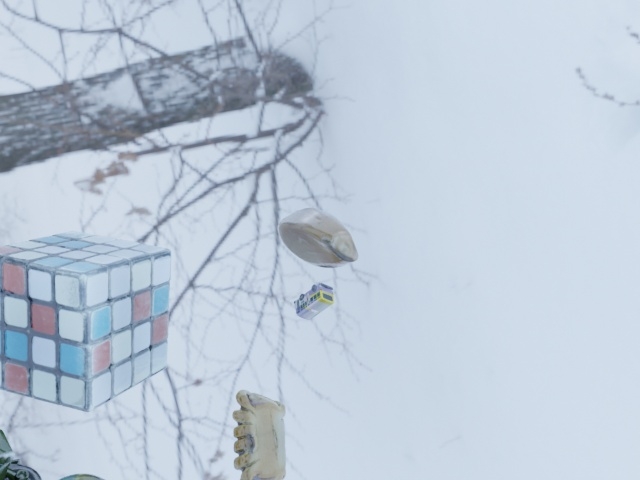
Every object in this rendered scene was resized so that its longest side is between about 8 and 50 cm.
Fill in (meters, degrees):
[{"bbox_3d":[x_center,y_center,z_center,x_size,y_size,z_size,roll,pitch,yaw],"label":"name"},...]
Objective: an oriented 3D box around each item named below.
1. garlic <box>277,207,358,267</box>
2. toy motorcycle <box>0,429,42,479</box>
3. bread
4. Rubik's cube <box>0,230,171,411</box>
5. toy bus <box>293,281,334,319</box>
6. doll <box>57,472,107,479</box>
[{"bbox_3d":[-0.006,-0.007,1.729,0.143,0.112,0.318,48,174,-13],"label":"garlic"},{"bbox_3d":[-0.539,0.355,1.225,0.127,0.275,0.205,40,122,23],"label":"toy motorcycle"},{"bbox_3d":[-0.142,0.455,1.879,0.081,0.134,0.225,-22,65,45],"label":"bread"},{"bbox_3d":[-0.448,0.136,1.522,0.256,0.259,0.253,9,105,22],"label":"Rubik's cube"},{"bbox_3d":[-0.016,0.153,2.037,0.102,0.052,0.058,-38,44,33],"label":"toy bus"},{"bbox_3d":[-0.363,0.481,1.316,0.177,0.161,0.261,26,147,14],"label":"doll"}]
